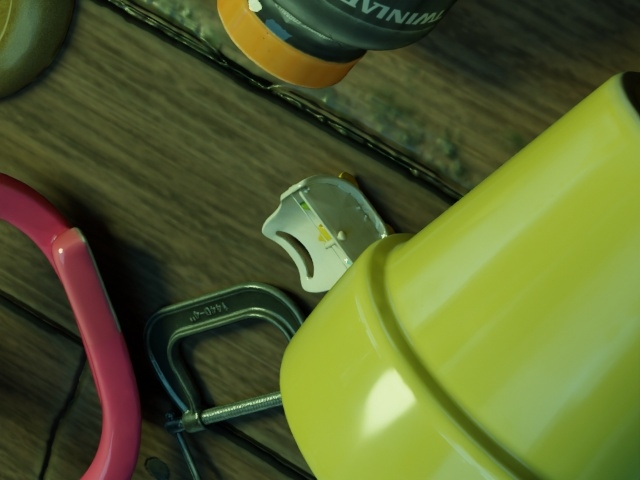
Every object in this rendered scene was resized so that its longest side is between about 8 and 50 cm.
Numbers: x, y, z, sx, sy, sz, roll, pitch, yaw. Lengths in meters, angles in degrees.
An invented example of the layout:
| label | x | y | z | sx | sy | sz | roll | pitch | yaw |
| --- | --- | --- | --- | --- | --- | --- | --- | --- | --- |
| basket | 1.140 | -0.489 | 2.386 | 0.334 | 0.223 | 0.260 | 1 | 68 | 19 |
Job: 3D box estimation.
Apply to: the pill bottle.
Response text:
| label | x | y | z | sx | sy | sz | roll | pitch | yaw |
| --- | --- | --- | --- | --- | --- | --- | --- | --- | --- |
| pill bottle | 0.041 | -0.188 | 0.886 | 0.130 | 0.130 | 0.245 | 42 | 128 | 1 |

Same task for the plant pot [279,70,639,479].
| label | x | y | z | sx | sy | sz | roll | pitch | yaw |
| --- | --- | --- | --- | --- | --- | --- | --- | --- | --- |
| plant pot | 0.147 | 0.052 | 0.908 | 0.254 | 0.254 | 0.239 | 40 | 113 | 3 |

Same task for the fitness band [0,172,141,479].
| label | x | y | z | sx | sy | sz | roll | pitch | yaw |
| --- | --- | --- | --- | --- | --- | --- | --- | --- | --- |
| fitness band | -0.237 | 0.088 | 1.161 | 0.209 | 0.054 | 0.291 | -19 | 114 | -9 |

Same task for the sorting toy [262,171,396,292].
| label | x | y | z | sx | sy | sz | roll | pitch | yaw |
| --- | --- | --- | --- | --- | --- | --- | --- | --- | --- |
| sorting toy | 0.000 | 0.000 | 1.072 | 0.075 | 0.045 | 0.083 | -28 | 102 | 44 |

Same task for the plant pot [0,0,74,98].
| label | x | y | z | sx | sy | sz | roll | pitch | yaw |
| --- | --- | --- | --- | --- | --- | --- | --- | --- | --- |
| plant pot | -0.267 | -0.191 | 1.108 | 0.236 | 0.032 | 0.236 | 13 | 123 | 21 |

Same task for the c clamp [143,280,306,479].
| label | x | y | z | sx | sy | sz | roll | pitch | yaw |
| --- | --- | --- | --- | --- | --- | --- | --- | --- | --- |
| c clamp | -0.056 | 0.096 | 1.169 | 0.161 | 0.022 | 0.137 | -25 | 98 | 37 |
